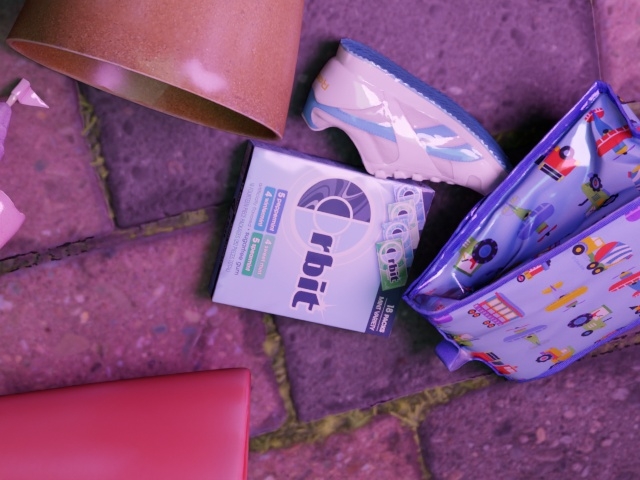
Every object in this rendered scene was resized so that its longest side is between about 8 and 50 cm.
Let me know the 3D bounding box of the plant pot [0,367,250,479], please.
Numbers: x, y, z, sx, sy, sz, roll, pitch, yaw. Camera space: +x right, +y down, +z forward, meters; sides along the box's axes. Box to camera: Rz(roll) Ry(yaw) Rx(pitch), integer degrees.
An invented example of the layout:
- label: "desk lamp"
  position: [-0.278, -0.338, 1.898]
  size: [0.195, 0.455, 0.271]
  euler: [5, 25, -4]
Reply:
- label: "plant pot"
  position: [-0.190, 0.246, 1.128]
  size: [0.243, 0.275, 0.275]
  euler: [4, 106, -2]

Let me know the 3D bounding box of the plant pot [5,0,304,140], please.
- label: "plant pot"
  position: [-0.105, -0.240, 1.017]
  size: [0.237, 0.237, 0.254]
  euler: [18, 89, -17]

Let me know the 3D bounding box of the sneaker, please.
- label: "sneaker"
  position: [0.090, -0.096, 1.169]
  size: [0.228, 0.087, 0.092]
  euler: [32, 108, -14]

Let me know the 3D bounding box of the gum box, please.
- label: "gum box"
  position: [0.000, 0.000, 1.196]
  size: [0.184, 0.041, 0.157]
  euler: [12, 104, -14]

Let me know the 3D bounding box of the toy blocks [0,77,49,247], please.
- label: "toy blocks"
  position: [-0.403, -0.110, 1.011]
  size: [0.288, 0.309, 0.260]
  euler: [46, 60, -32]

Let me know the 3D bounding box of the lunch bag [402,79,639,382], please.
- label: "lunch bag"
  position: [0.232, 0.030, 1.177]
  size: [0.293, 0.138, 0.221]
  euler: [-42, 142, 11]
